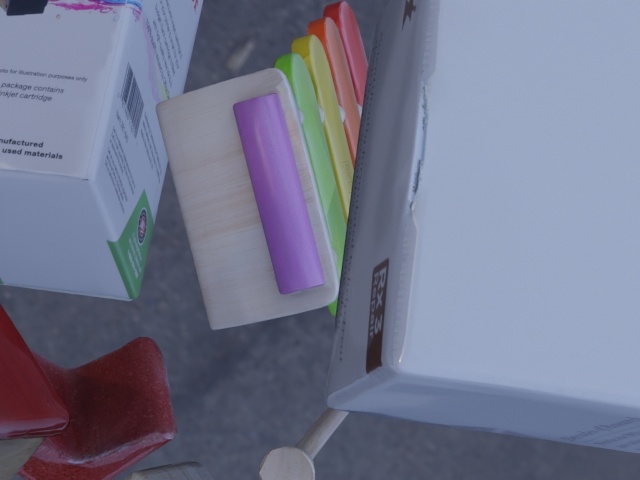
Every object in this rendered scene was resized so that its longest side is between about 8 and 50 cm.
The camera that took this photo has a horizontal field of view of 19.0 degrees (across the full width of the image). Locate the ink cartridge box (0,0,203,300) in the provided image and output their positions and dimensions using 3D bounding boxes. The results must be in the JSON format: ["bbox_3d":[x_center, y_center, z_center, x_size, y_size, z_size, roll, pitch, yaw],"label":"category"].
[{"bbox_3d":[-0.173,-0.126,1.378,0.201,0.117,0.278,81,17,-64],"label":"ink cartridge box"}]

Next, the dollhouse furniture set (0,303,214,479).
[{"bbox_3d":[-0.026,0.134,0.693,0.152,0.374,0.201,-41,160,19],"label":"dollhouse furniture set"}]

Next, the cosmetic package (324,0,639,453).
[{"bbox_3d":[0.125,0.002,0.520,0.085,0.231,0.117,133,-34,-73],"label":"cosmetic package"}]

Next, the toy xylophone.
[{"bbox_3d":[0.000,0.000,1.037,0.322,0.081,0.236,-48,123,-74],"label":"toy xylophone"}]
